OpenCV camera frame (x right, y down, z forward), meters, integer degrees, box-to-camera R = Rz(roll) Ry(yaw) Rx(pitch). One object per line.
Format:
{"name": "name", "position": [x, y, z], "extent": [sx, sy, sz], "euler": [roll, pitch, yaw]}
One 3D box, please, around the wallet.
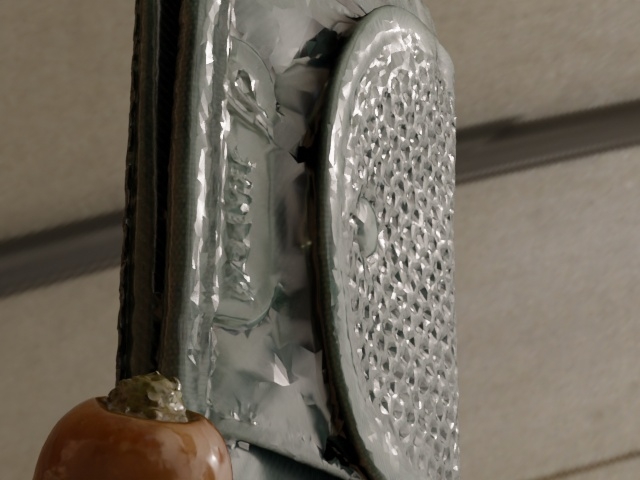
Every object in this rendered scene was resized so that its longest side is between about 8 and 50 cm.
{"name": "wallet", "position": [0.000, 0.000, 0.886], "extent": [0.075, 0.237, 0.342], "euler": [-15, -116, 33]}

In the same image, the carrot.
{"name": "carrot", "position": [-0.065, 0.150, 0.541], "extent": [0.067, 0.067, 0.225], "euler": [13, -80, 28]}
